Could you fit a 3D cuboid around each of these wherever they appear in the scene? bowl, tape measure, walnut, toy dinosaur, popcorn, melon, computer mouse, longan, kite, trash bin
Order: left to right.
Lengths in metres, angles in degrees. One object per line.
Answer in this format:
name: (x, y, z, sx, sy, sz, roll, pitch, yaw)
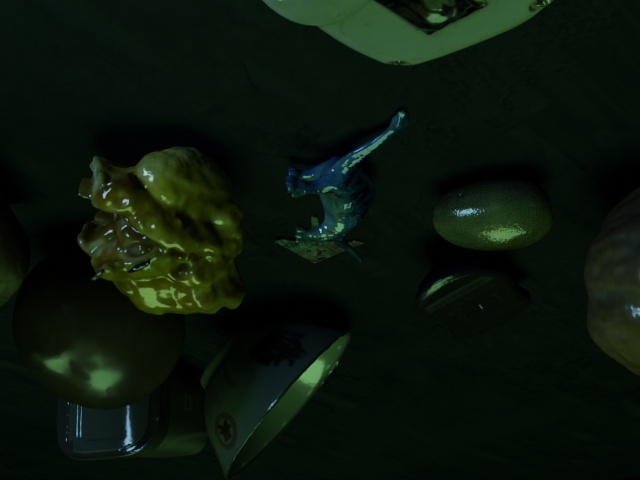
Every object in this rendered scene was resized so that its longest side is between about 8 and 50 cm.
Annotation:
longan: (-0.333, 0.131, 1.539, 0.258, 0.258, 0.258, 1, 154, 0)
trash bin: (-0.357, 0.336, 2.023, 0.219, 0.219, 0.250, -8, 160, 23)
popcorn: (-0.190, -0.019, 1.298, 0.190, 0.191, 0.253, -30, 134, 25)
bowl: (-0.109, 0.247, 1.813, 0.157, 0.337, 0.337, 39, 156, 11)
kite: (0.000, 0.001, 1.532, 0.137, 0.005, 0.152, 1, 154, -6)
toy dinosaur: (0.015, -0.062, 1.329, 0.144, 0.076, 0.329, -1, 145, -11)
tape measure: (0.083, -0.262, 0.849, 0.265, 0.130, 0.258, 23, 144, -38)
computer mouse: (0.233, 0.076, 1.590, 0.147, 0.088, 0.264, -27, 146, 16)
melon: (0.227, -0.033, 1.351, 0.162, 0.099, 0.099, -5, 154, 18)
walnut: (0.521, 0.055, 1.310, 0.344, 0.306, 0.306, -10, 152, 26)

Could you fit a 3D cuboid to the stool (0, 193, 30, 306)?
stool: (-0.492, -0.026, 1.295, 0.179, 0.179, 0.264, 0, 154, 2)
